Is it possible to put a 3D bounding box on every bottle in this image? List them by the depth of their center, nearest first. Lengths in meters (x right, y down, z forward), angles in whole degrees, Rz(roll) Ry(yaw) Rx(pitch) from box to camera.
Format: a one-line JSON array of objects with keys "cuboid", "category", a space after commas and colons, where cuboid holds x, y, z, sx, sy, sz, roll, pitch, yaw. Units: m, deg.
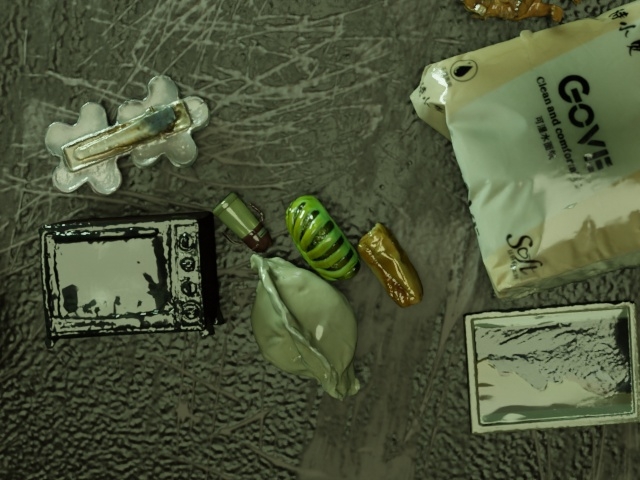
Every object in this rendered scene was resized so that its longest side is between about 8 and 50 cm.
[{"cuboid": [-0.116, -0.022, 1.871, 0.063, 0.047, 0.101, -41, 98, 16], "category": "bottle"}]

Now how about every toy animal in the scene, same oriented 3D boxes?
[{"cuboid": [0.325, -0.410, 1.799, 0.116, 0.114, 0.255, 37, 92, 41], "category": "toy animal"}]

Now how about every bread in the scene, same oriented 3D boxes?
[{"cuboid": [0.000, 0.000, 1.831, 0.071, 0.130, 0.139, -38, 112, -5], "category": "bread"}, {"cuboid": [0.107, 0.038, 1.856, 0.053, 0.074, 0.132, -32, 93, 16], "category": "bread"}]

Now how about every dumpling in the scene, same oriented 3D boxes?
[{"cuboid": [-0.026, 0.128, 1.807, 0.147, 0.193, 0.258, -33, 92, 9], "category": "dumpling"}]

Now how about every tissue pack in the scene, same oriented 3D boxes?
[{"cuboid": [0.366, -0.126, 1.780, 0.390, 0.195, 0.375, -19, 83, 4], "category": "tissue pack"}]

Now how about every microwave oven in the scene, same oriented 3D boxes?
[{"cuboid": [-0.276, 0.053, 1.810, 0.247, 0.188, 0.178, -4, 97, 2], "category": "microwave oven"}]

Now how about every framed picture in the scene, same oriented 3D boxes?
[{"cuboid": [0.354, 0.194, 1.894, 0.265, 0.018, 0.192, -5, 95, 2], "category": "framed picture"}]

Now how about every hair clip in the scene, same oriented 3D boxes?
[{"cuboid": [-0.288, -0.152, 1.851, 0.257, 0.075, 0.146, -21, 93, 10], "category": "hair clip"}]
